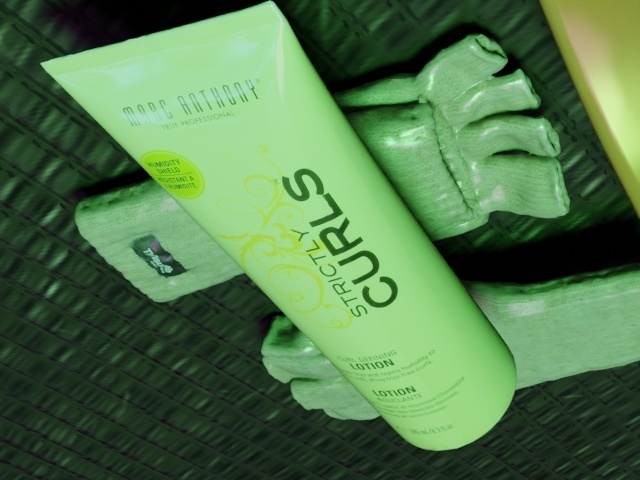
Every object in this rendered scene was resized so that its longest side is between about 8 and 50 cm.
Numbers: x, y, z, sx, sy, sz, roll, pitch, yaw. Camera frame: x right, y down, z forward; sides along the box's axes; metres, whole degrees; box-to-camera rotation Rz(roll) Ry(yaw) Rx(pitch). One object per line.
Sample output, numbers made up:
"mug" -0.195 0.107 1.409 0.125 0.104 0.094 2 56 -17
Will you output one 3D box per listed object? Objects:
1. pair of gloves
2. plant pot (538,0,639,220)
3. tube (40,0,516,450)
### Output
"pair of gloves" 0.038 0.010 0.669 0.204 0.042 0.240 -18 142 27
"plant pot" 0.201 -0.046 0.407 0.203 0.291 0.291 -28 146 4
"tube" 0.000 0.000 0.566 0.070 0.062 0.240 -40 134 -1
